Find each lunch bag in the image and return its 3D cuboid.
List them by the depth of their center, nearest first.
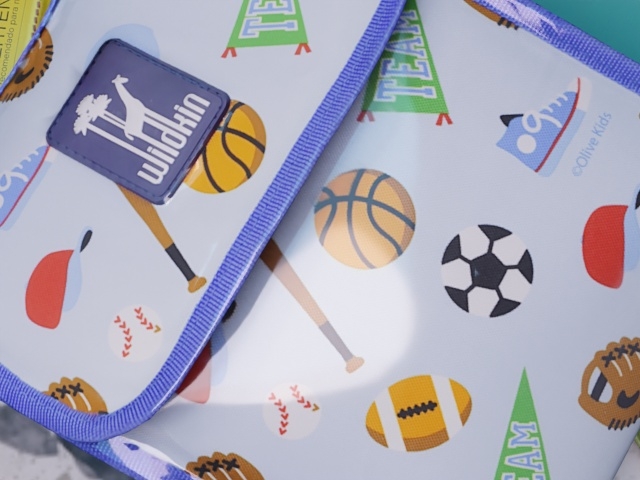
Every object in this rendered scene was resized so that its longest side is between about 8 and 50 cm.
[{"bbox_3d":[0.000,0.000,1.045,0.385,0.239,0.328,31,84,-3],"label":"lunch bag"}]

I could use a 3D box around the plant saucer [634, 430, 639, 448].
[{"bbox_3d":[0.294,0.061,1.155,0.241,0.037,0.241,-2,80,11],"label":"plant saucer"}]

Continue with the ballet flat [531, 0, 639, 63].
[{"bbox_3d":[0.246,-0.110,1.169,0.280,0.096,0.095,16,107,7],"label":"ballet flat"}]

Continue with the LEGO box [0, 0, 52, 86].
[{"bbox_3d":[-0.299,-0.237,1.249,0.372,0.193,0.500,7,81,12],"label":"LEGO box"}]
